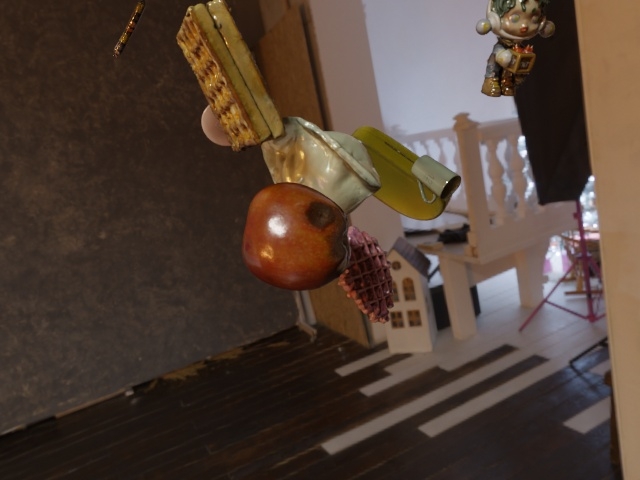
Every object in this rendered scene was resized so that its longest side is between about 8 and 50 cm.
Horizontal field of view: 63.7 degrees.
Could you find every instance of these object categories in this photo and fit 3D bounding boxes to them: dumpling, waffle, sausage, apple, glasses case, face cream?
[{"bbox_3d":[-0.023,-0.200,1.360,0.233,0.315,0.395,-48,20,-24],"label":"dumpling"},{"bbox_3d":[-0.200,-0.349,1.147,0.091,0.308,0.213,-30,14,-18],"label":"waffle"},{"bbox_3d":[-0.573,-0.636,1.547,0.198,0.025,0.028,-51,-25,21],"label":"sausage"},{"bbox_3d":[-0.041,-0.004,1.032,0.229,0.230,0.230,-11,10,2],"label":"apple"},{"bbox_3d":[0.238,-0.210,1.629,0.141,0.371,0.173,-55,1,-39],"label":"glasses case"},{"bbox_3d":[0.119,0.080,1.284,0.055,0.221,0.234,-23,36,32],"label":"waffle"},{"bbox_3d":[-0.306,-0.395,1.687,0.149,0.149,0.104,-10,28,7],"label":"face cream"}]

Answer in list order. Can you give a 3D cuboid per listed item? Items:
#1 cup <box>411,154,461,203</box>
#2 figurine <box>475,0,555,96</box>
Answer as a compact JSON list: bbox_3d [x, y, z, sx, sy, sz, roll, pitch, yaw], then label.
[{"bbox_3d":[0.219,-0.116,0.992,0.054,0.075,0.083,-27,54,-28],"label":"cup"},{"bbox_3d":[0.617,-0.661,1.668,0.261,0.382,0.186,-11,31,-24],"label":"figurine"}]
